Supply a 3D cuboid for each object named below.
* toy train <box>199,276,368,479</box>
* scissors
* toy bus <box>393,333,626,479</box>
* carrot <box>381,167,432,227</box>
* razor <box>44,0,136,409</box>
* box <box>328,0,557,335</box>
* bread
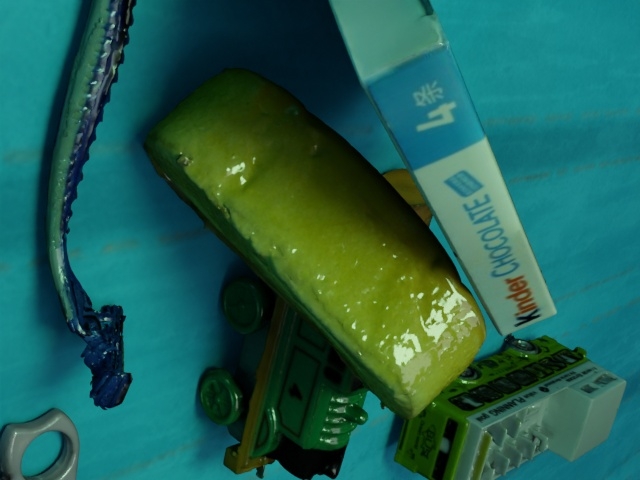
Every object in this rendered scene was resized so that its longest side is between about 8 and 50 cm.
[{"bbox_3d":[-0.009,0.096,0.689,0.091,0.136,0.228,-8,117,-50],"label":"toy train"},{"bbox_3d":[-0.177,0.197,0.644,0.110,0.021,0.212,-54,144,-17],"label":"scissors"},{"bbox_3d":[0.223,0.201,1.047,0.301,0.139,0.113,-10,118,-46],"label":"toy bus"},{"bbox_3d":[0.056,0.045,0.820,0.057,0.057,0.224,-22,135,-42],"label":"carrot"},{"bbox_3d":[-0.124,-0.067,0.511,0.056,0.093,0.324,4,110,-15],"label":"razor"},{"bbox_3d":[0.055,-0.110,0.546,0.048,0.265,0.273,-23,145,11],"label":"box"},{"bbox_3d":[0.000,0.000,0.568,0.094,0.245,0.102,-44,178,-19],"label":"bread"}]
